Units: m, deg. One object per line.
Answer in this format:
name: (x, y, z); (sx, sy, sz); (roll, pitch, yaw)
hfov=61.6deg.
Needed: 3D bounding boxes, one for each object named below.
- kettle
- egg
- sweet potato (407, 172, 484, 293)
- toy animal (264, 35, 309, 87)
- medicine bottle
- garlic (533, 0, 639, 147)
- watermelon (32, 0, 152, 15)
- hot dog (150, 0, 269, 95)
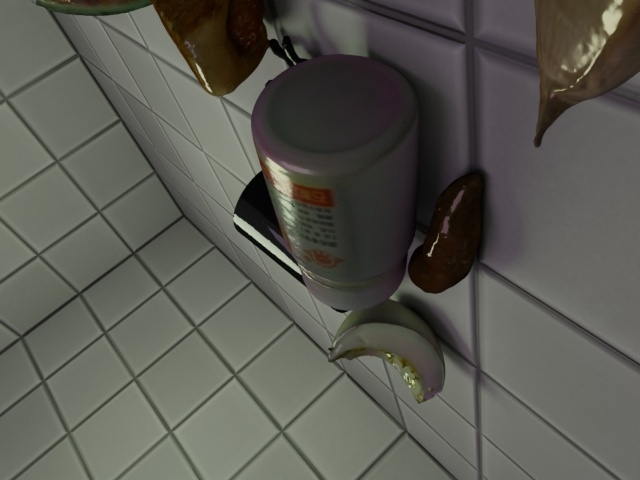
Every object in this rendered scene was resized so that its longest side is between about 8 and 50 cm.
kettle: (-0.010, 0.008, 1.169); (0.308, 0.203, 0.262); (40, 160, 22)
egg: (0.166, 0.225, 1.249); (0.270, 0.162, 0.207); (16, 122, 5)
sweet potato: (0.194, 0.008, 0.806); (0.097, 0.097, 0.292); (45, 159, 18)
toy animal: (-0.018, -0.236, 0.876); (0.148, 0.084, 0.233); (16, 147, 42)
medicine bottle: (0.039, -0.063, 0.820); (0.219, 0.219, 0.388); (41, 161, 29)
garlic: (0.175, -0.180, 0.301); (0.145, 0.164, 0.245); (24, 161, 21)
watermelon: (-0.408, -0.552, 0.886); (0.250, 0.283, 0.293); (42, 151, 12)
hot dog: (-0.166, -0.354, 0.841); (0.257, 0.153, 0.150); (56, 175, 32)
